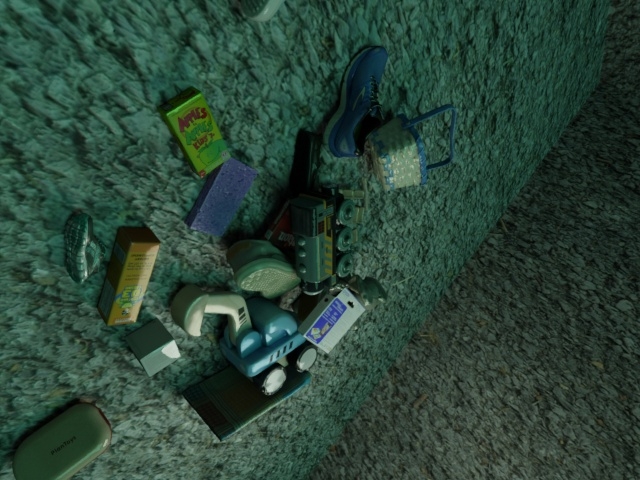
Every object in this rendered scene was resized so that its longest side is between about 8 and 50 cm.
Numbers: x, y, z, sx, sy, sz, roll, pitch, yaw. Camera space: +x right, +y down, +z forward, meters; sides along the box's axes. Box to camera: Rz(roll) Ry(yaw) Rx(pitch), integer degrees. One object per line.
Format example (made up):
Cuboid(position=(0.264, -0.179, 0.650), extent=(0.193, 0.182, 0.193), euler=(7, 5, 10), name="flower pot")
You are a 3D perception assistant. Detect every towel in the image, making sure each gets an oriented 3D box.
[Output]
Cuboid(position=(-0.245, 0.499, 1.479), extent=(0.370, 0.271, 0.040), euler=(-23, 120, -36), name="towel")

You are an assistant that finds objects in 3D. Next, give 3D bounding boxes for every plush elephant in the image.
Cuboid(position=(0.113, 0.211, 1.657), extent=(0.272, 0.255, 0.330), euler=(14, 109, -54), name="plush elephant")

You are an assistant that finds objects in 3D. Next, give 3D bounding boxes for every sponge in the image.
Cuboid(position=(-0.256, -0.114, 1.123), extent=(0.117, 0.031, 0.210), euler=(19, 104, -55), name="sponge")

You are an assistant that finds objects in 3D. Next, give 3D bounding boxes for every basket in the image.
Cuboid(position=(0.316, -0.313, 1.454), extent=(0.289, 0.201, 0.255), euler=(-16, 142, 2), name="basket")

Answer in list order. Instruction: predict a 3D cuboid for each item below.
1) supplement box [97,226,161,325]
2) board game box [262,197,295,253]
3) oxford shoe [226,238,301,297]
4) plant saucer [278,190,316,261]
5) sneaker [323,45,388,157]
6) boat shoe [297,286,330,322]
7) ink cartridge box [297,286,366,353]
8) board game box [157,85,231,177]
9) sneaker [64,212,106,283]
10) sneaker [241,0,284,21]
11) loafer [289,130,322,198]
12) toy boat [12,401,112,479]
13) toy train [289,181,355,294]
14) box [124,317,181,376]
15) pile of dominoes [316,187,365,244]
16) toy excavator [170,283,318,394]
Cuboid(position=(-0.455, 0.086, 1.022), extent=(0.078, 0.080, 0.233), euler=(1, 121, -48), name="supplement box")
Cuboid(position=(-0.056, -0.025, 1.378), extent=(0.145, 0.027, 0.281), euler=(-56, 146, 5), name="board game box")
Cuboid(position=(-0.155, 0.088, 1.338), extent=(0.169, 0.130, 0.449), euler=(-35, 161, 5), name="oxford shoe")
Cuboid(position=(-0.038, -0.049, 1.438), extent=(0.278, 0.041, 0.278), euler=(-31, 141, -29), name="plant saucer")
Cuboid(position=(0.133, -0.385, 1.229), extent=(0.130, 0.147, 0.330), euler=(12, 99, -54), name="sneaker")
Cuboid(position=(-0.013, 0.184, 1.530), extent=(0.096, 0.098, 0.277), euler=(52, 41, -41), name="boat shoe")
Cuboid(position=(0.042, 0.263, 1.447), extent=(0.208, 0.045, 0.206), euler=(-47, 141, -6), name="ink cartridge box")
Cuboid(position=(-0.279, -0.240, 0.972), extent=(0.092, 0.043, 0.181), euler=(-40, 144, -18), name="board game box")
Cuboid(position=(-0.500, 0.011, 0.929), extent=(0.076, 0.065, 0.166), euler=(-31, 147, -56), name="sneaker")
Cuboid(position=(-0.027, -0.600, 0.874), extent=(0.150, 0.135, 0.366), euler=(15, 109, -51), name="sneaker")
Cuboid(position=(-0.030, -0.212, 1.263), extent=(0.078, 0.080, 0.220), euler=(-18, 132, -41), name="loafer")
Cuboid(position=(-0.674, 0.546, 1.142), extent=(0.231, 0.151, 0.151), euler=(-34, 171, -27), name="toy boat")
Cuboid(position=(0.000, 0.000, 1.272), extent=(0.190, 0.142, 0.334), euler=(-24, 124, -42), name="toy train")
Cuboid(position=(-0.457, 0.292, 1.180), extent=(0.102, 0.101, 0.087), euler=(-31, 140, -30), name="box")
Cuboid(position=(0.051, -0.078, 1.440), extent=(0.251, 0.040, 0.196), euler=(-4, 108, -46), name="pile of dominoes")
Cuboid(position=(-0.235, 0.275, 1.379), extent=(0.433, 0.222, 0.445), euler=(-26, 125, -37), name="toy excavator")
